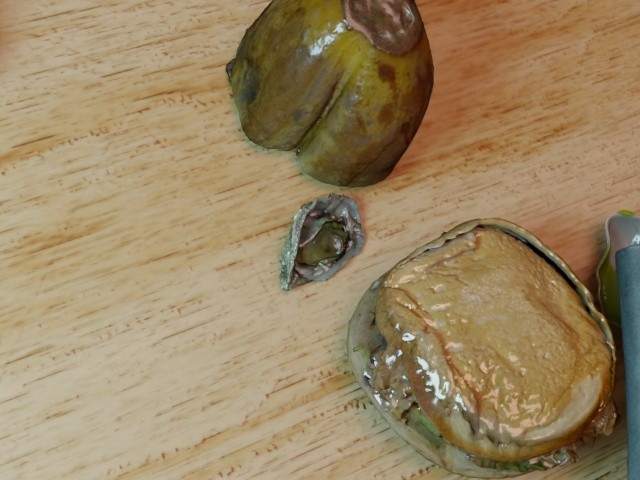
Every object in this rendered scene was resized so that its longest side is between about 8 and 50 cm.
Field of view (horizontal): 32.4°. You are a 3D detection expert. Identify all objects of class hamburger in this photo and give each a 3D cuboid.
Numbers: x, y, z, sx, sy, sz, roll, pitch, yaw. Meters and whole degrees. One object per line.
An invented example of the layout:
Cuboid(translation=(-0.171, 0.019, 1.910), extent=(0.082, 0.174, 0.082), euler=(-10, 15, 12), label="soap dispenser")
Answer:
Cuboid(translation=(0.169, 0.107, 1.065), extent=(0.286, 0.146, 0.243), euler=(16, 61, -7), label="hamburger")

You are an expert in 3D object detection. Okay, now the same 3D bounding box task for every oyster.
Cuboid(translation=(0.000, 0.001, 1.105), extent=(0.100, 0.037, 0.098), euler=(0, 91, -40), label="oyster")

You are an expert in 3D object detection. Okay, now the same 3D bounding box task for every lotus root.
Cuboid(translation=(0.028, -0.169, 1.089), extent=(0.188, 0.180, 0.199), euler=(-6, 74, -25), label="lotus root")

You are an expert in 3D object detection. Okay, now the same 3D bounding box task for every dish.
Cuboid(translation=(0.333, 0.037, 1.201), extent=(0.091, 0.039, 0.137), euler=(3, 71, -13), label="dish")

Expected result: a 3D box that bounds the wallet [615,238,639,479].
Cuboid(translation=(0.421, 0.123, 1.012), extent=(0.290, 0.054, 0.251), euler=(0, 68, 5), label="wallet")
